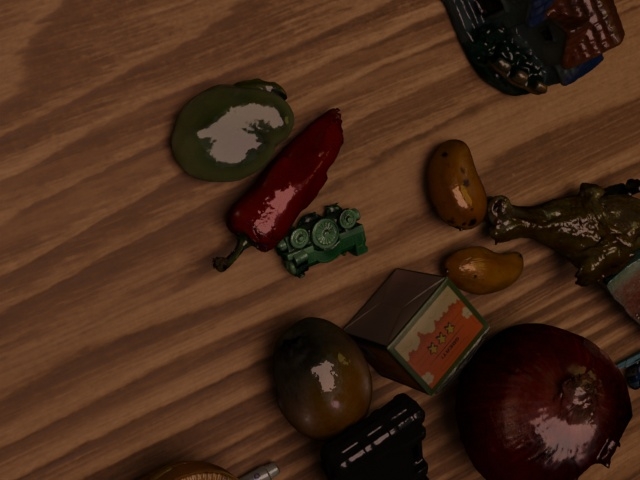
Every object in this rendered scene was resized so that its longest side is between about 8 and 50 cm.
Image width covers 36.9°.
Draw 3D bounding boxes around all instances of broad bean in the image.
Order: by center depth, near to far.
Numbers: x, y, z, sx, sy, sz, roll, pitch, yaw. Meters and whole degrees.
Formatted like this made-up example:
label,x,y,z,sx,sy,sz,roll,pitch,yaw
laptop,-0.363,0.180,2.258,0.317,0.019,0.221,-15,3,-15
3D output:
label,x,y,z,sx,sy,sz,roll,pitch,yaw
broad bean,-0.152,-0.197,1.680,0.228,0.100,0.169,-45,102,-14

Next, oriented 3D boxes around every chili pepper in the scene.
label,x,y,z,sx,sy,sz,roll,pitch,yaw
chili pepper,-0.069,-0.091,1.720,0.110,0.110,0.388,42,74,-21

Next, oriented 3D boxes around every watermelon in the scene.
label,x,y,z,sx,sy,sz,roll,pitch,yaw
watermelon,0.698,0.121,2.070,0.154,0.094,0.241,-31,116,3

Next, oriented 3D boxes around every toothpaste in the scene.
label,x,y,z,sx,sy,sz,roll,pitch,yaw
toothpaste,-0.173,0.466,1.747,0.218,0.033,0.052,-27,98,-16

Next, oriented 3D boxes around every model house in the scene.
label,x,y,z,sx,sy,sz,roll,pitch,yaw
model house,0.448,-0.437,1.809,0.251,0.329,0.295,-31,103,-23

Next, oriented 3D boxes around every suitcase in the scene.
label,x,y,z,sx,sy,sz,roll,pitch,yaw
suitcase,0.106,0.424,1.776,0.206,0.066,0.286,-31,139,-20

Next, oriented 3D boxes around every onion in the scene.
label,x,y,z,sx,sy,sz,roll,pitch,yaw
onion,0.421,0.317,1.866,0.341,0.341,0.341,-2,94,-24

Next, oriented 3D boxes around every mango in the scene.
label,x,y,z,sx,sy,sz,roll,pitch,yaw
mango,0.264,-0.106,1.875,0.115,0.090,0.178,-23,99,-34
mango,0.326,0.060,1.923,0.190,0.075,0.098,2,100,-31

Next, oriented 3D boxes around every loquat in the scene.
label,x,y,z,sx,sy,sz,roll,pitch,yaw
loquat,0.002,0.249,1.736,0.179,0.179,0.227,-19,106,-22

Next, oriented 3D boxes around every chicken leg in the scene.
label,x,y,z,sx,sy,sz,roll,pitch,yaw
chicken leg,0.509,-0.009,1.973,0.361,0.140,0.212,-9,75,-14

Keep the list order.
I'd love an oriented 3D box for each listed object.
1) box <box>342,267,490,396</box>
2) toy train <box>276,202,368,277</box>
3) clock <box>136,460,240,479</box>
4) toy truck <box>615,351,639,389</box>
label,x,y,z,sx,sy,sz,roll,pitch,yaw
box,0.176,0.169,1.794,0.177,0.195,0.148,-47,109,-15
toy train,0.000,0.000,1.776,0.178,0.071,0.105,-23,113,-23
clock,-0.263,0.506,1.620,0.317,0.200,0.244,-31,108,-20
toy truck,0.685,0.295,2.108,0.136,0.063,0.074,-22,82,-20
